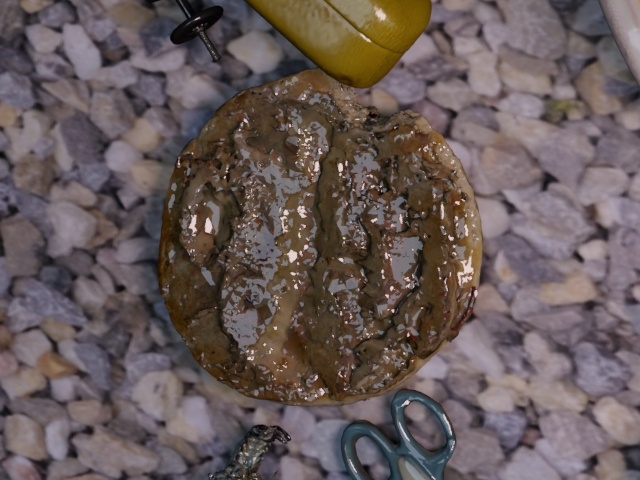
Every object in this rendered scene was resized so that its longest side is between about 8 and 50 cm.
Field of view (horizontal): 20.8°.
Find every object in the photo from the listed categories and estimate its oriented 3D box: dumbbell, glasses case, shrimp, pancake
[{"bbox_3d":[-0.151,-0.260,1.921,0.069,0.069,0.147,-33,86,20],"label":"dumbbell"},{"bbox_3d":[-0.039,-0.326,1.818,0.371,0.173,0.141,43,109,6],"label":"glasses case"},{"bbox_3d":[-0.086,0.281,1.986,0.082,0.076,0.174,20,102,-27],"label":"shrimp"},{"bbox_3d":[-0.001,0.000,1.904,0.382,0.071,0.382,2,97,19],"label":"pancake"}]

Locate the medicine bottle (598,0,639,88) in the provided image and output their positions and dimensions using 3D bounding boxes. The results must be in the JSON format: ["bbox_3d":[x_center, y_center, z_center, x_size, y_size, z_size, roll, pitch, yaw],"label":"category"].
[{"bbox_3d":[0.459,-0.266,1.637,0.371,0.211,0.211,-26,89,21],"label":"medicine bottle"}]

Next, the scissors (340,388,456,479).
[{"bbox_3d":[0.136,0.306,1.914,0.138,0.041,0.289,-35,82,21],"label":"scissors"}]
